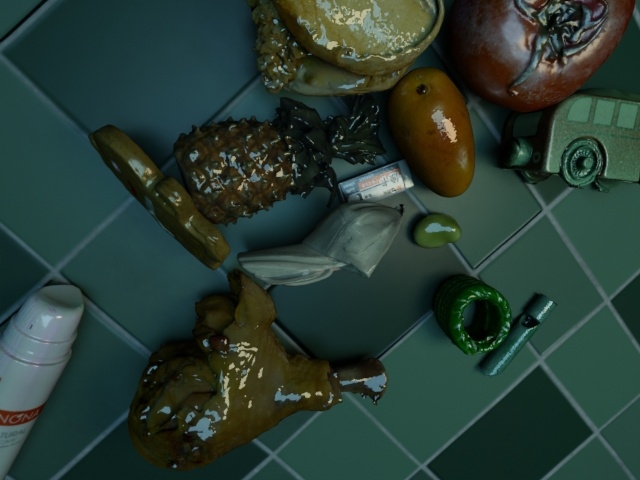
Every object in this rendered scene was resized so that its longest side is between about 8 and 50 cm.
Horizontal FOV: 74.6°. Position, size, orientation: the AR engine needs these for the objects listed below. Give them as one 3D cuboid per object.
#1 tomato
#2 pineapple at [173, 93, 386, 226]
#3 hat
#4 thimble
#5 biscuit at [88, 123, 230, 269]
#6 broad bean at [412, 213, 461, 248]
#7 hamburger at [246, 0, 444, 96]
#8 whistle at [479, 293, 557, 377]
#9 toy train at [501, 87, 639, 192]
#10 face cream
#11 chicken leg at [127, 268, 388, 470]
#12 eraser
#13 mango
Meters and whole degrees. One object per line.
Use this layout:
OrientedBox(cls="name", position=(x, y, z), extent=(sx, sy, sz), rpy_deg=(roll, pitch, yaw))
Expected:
OrientedBox(cls="tomato", position=(0.294, -0.305, 0.599), extent=(0.231, 0.188, 0.232), rpy_deg=(2, 108, 5))
OrientedBox(cls="pineapple", position=(-0.043, -0.118, 0.612), extent=(0.309, 0.141, 0.170), rpy_deg=(-20, 105, -13))
OrientedBox(cls="hat", position=(0.000, 0.000, 0.636), extent=(0.225, 0.219, 0.164), rpy_deg=(14, 84, 4))
OrientedBox(cls="thimble", position=(0.266, 0.131, 0.742), extent=(0.118, 0.090, 0.130), rpy_deg=(2, 103, -13))
OrientedBox(cls="biscuit", position=(-0.221, -0.057, 0.568), extent=(0.249, 0.184, 0.035), rpy_deg=(48, 68, -7))
OrientedBox(cls="broad bean", position=(0.200, -0.017, 0.722), extent=(0.083, 0.045, 0.063), rpy_deg=(-8, 116, -1))
OrientedBox(cls="hamburger", position=(0.031, -0.308, 0.555), extent=(0.243, 0.146, 0.286), rpy_deg=(39, 79, -2))
OrientedBox(cls="whistle", position=(0.376, 0.185, 0.803), extent=(0.039, 0.039, 0.186), rpy_deg=(36, 95, -16))
OrientedBox(cls="toy train", position=(0.456, -0.158, 0.694), extent=(0.326, 0.129, 0.159), rpy_deg=(3, 98, -12))
OrientedBox(cls="face cream", position=(-0.458, 0.226, 0.622), extent=(0.102, 0.102, 0.346), rpy_deg=(28, 98, -15))
OrientedBox(cls="chicken leg", position=(-0.083, 0.192, 0.666), extent=(0.409, 0.182, 0.295), rpy_deg=(1, 86, -15))
OrientedBox(cls="eraser", position=(0.088, -0.091, 0.689), extent=(0.122, 0.029, 0.052), rpy_deg=(-22, 106, -5))
OrientedBox(cls="mango", position=(0.169, -0.147, 0.638), extent=(0.102, 0.141, 0.217), rpy_deg=(-43, 126, -8))
